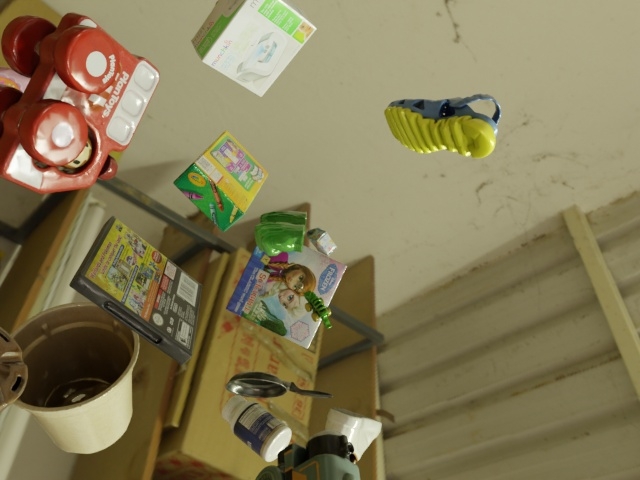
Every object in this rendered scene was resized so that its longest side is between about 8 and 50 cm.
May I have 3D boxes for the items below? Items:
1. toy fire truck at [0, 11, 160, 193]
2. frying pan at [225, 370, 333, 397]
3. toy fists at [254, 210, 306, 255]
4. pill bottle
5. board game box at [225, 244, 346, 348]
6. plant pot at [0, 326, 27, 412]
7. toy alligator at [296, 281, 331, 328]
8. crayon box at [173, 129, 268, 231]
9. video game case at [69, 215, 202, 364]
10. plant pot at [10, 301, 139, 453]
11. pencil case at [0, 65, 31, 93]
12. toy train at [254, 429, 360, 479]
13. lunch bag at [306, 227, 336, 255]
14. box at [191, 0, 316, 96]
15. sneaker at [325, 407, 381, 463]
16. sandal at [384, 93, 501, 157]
[{"bbox_3d":[-0.409,-0.216,0.973,0.169,0.254,0.303,18,-97,26],"label":"toy fire truck"},{"bbox_3d":[-0.141,0.450,1.796,0.325,0.197,0.053,-8,-123,16],"label":"frying pan"},{"bbox_3d":[-0.118,-0.024,1.704,0.279,0.142,0.096,-84,179,-71],"label":"toy fists"},{"bbox_3d":[-0.162,0.456,1.413,0.169,0.094,0.094,29,-95,30],"label":"pill bottle"},{"bbox_3d":[-0.117,0.162,1.988,0.066,0.317,0.319,62,53,-88],"label":"board game box"},{"bbox_3d":[-0.470,0.188,0.707,0.165,0.167,0.167,-33,-142,11],"label":"plant pot"},{"bbox_3d":[-0.020,0.184,1.744,0.190,0.056,0.051,53,-32,29],"label":"toy alligator"},{"bbox_3d":[-0.238,-0.156,1.432,0.081,0.165,0.278,-38,-165,22],"label":"crayon box"},{"bbox_3d":[-0.345,0.089,1.126,0.035,0.248,0.275,-43,-158,12],"label":"video game case"},{"bbox_3d":[-0.633,0.388,1.513,0.334,0.333,0.306,-101,-167,-47],"label":"plant pot"},{"bbox_3d":[-0.637,-0.322,1.306,0.124,0.283,0.124,-9,-100,58],"label":"pencil case"},{"bbox_3d":[-0.007,0.453,0.859,0.190,0.142,0.334,-38,-147,25],"label":"toy train"},{"bbox_3d":[0.000,0.000,1.747,0.053,0.071,0.083,-46,-150,-17],"label":"lunch bag"},{"bbox_3d":[-0.190,-0.584,1.619,0.262,0.231,0.127,-45,-129,20],"label":"box"},{"bbox_3d":[0.063,0.459,1.331,0.105,0.290,0.123,12,-103,24],"label":"sneaker"},{"bbox_3d":[0.287,-0.278,1.325,0.317,0.126,0.138,22,-118,41],"label":"sandal"}]
